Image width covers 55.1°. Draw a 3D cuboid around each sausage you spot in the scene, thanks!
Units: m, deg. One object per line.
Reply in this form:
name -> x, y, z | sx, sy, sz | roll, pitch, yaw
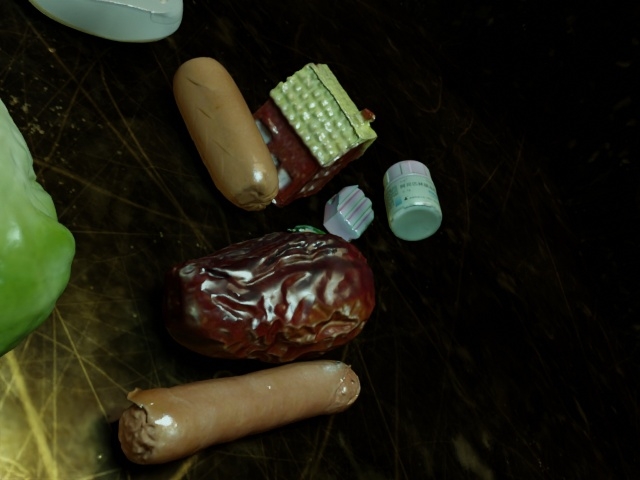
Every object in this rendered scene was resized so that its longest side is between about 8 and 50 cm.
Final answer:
sausage -> -0.085, 0.224, 0.855 | 0.419, 0.094, 0.094 | 2, 35, -49
sausage -> -0.173, -0.193, 1.131 | 0.121, 0.121, 0.304 | -4, 61, -53

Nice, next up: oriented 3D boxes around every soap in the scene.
soap -> 0.062, -0.061, 1.360 | 0.100, 0.056, 0.149 | 51, 32, -6

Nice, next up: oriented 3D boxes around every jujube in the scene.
jujube -> -0.071, 0.086, 0.926 | 0.342, 0.216, 0.216 | 1, 58, -44

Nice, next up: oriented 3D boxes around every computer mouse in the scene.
computer mouse -> -0.398, -0.448, 1.103 | 0.297, 0.121, 0.184 | -1, 70, -35

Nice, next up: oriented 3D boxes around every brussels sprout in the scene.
brussels sprout -> -0.389, -0.027, 0.572 | 0.274, 0.243, 0.316 | -8, 73, -51

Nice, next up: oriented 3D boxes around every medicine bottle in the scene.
medicine bottle -> 0.227, -0.103, 1.541 | 0.135, 0.135, 0.168 | 30, 37, -31

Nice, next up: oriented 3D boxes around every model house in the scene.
model house -> -0.020, -0.220, 1.231 | 0.195, 0.254, 0.160 | 57, 28, 7

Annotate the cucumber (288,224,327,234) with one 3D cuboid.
cucumber -> 0.000, 0.000, 1.238 | 0.168, 0.039, 0.039 | 28, 39, -36
